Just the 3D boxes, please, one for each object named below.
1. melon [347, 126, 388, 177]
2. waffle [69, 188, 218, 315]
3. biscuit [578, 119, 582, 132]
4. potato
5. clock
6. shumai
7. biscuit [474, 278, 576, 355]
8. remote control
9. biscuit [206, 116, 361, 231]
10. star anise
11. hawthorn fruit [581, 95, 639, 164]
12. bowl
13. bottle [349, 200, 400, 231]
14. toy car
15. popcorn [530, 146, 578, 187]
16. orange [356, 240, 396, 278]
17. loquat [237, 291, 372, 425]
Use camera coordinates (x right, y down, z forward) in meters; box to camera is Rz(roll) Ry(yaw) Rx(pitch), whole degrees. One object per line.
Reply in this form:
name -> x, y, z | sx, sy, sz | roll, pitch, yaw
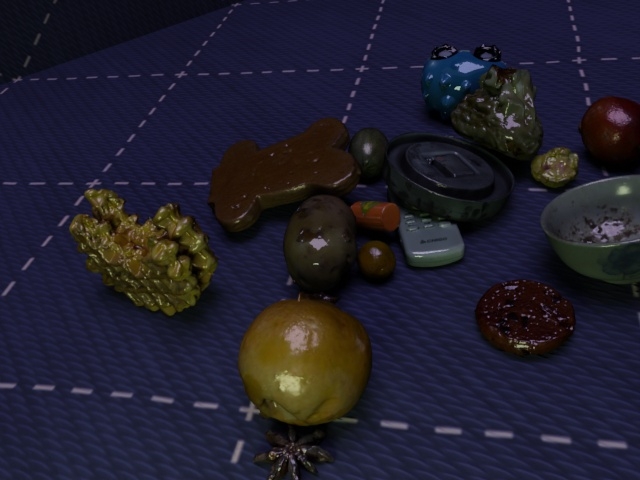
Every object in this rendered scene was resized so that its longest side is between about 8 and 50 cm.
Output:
melon -> 0.128, -0.236, 1.702 | 0.114, 0.114, 0.167 | -2, 43, 10
waffle -> -0.372, 0.025, 1.373 | 0.324, 0.261, 0.151 | 15, 52, 31
biscuit -> 0.787, -0.306, 1.720 | 0.175, 0.026, 0.124 | 8, 43, 20
potato -> 0.000, 0.000, 1.413 | 0.164, 0.165, 0.262 | -5, 37, 6
clock -> 0.304, -0.160, 1.541 | 0.318, 0.066, 0.319 | 8, 36, -6
shumai -> 0.466, -0.328, 1.619 | 0.189, 0.218, 0.256 | -3, 26, -41
biscuit -> 0.394, 0.147, 1.237 | 0.192, 0.049, 0.192 | -8, 33, 5
remote control -> 0.240, -0.049, 1.497 | 0.140, 0.056, 0.296 | -9, 38, 2
biscuit -> -0.099, -0.175, 1.659 | 0.393, 0.076, 0.368 | -19, 38, 7
star anise -> -0.050, 0.359, 1.075 | 0.141, 0.042, 0.141 | -6, 38, 5
hawthorn fruit -> 0.734, -0.262, 1.574 | 0.169, 0.169, 0.188 | -11, 42, -2
bowl -> 0.600, -0.006, 1.278 | 0.289, 0.146, 0.289 | -18, 23, 8
bottle -> 0.099, -0.059, 1.511 | 0.187, 0.069, 0.069 | 5, 37, 47
toy car -> 0.406, -0.440, 1.837 | 0.255, 0.189, 0.190 | 8, 50, 16
popcorn -> 0.573, -0.175, 1.565 | 0.109, 0.089, 0.097 | -7, 74, 17
orange -> 0.120, 0.040, 1.394 | 0.085, 0.085, 0.095 | -14, 28, -6
loquat -> -0.023, 0.199, 1.115 | 0.243, 0.244, 0.244 | -6, 39, 5
